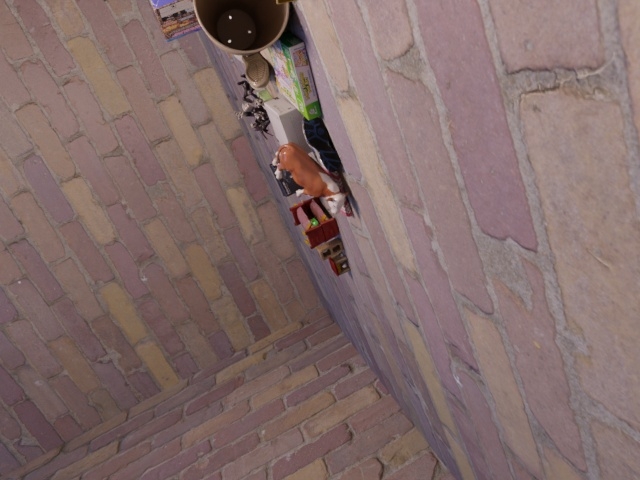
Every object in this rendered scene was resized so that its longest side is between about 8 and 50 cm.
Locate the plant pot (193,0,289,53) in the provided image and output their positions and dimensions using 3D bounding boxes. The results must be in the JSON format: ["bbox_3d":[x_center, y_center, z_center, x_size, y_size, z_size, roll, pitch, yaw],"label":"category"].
[{"bbox_3d":[-0.240,-0.661,1.369,0.256,0.257,0.274,66,172,-14],"label":"plant pot"}]

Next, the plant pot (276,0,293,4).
[{"bbox_3d":[-0.076,-0.629,1.092,0.081,0.081,0.083,130,123,-81],"label":"plant pot"}]

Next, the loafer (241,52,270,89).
[{"bbox_3d":[-0.252,-0.687,1.883,0.092,0.102,0.268,59,-171,-47],"label":"loafer"}]

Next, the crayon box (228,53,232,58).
[{"bbox_3d":[-0.437,-1.006,2.044,0.203,0.083,0.323,57,168,37],"label":"crayon box"}]

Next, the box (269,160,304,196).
[{"bbox_3d":[-0.119,-0.295,2.032,0.156,0.158,0.093,65,171,-14],"label":"box"}]

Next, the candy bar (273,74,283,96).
[{"bbox_3d":[-0.152,-0.583,1.843,0.040,0.018,0.161,47,161,61],"label":"candy bar"}]

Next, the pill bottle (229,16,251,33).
[{"bbox_3d":[-0.294,-0.834,1.596,0.121,0.121,0.221,49,163,58],"label":"pill bottle"}]

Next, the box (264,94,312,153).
[{"bbox_3d":[-0.101,-0.423,1.687,0.181,0.119,0.182,51,165,51],"label":"box"}]

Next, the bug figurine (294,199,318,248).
[{"bbox_3d":[-0.060,-0.084,2.581,0.216,0.072,0.279,43,154,49],"label":"bug figurine"}]

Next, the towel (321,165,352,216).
[{"bbox_3d":[0.061,-0.192,1.736,0.144,0.029,0.197,47,159,60],"label":"towel"}]

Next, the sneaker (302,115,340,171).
[{"bbox_3d":[-0.008,-0.326,1.561,0.211,0.080,0.081,66,169,-12],"label":"sneaker"}]

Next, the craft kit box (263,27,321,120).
[{"bbox_3d":[-0.093,-0.551,1.493,0.250,0.061,0.246,55,170,45],"label":"craft kit box"}]

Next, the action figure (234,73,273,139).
[{"bbox_3d":[-0.300,-0.576,2.022,0.164,0.141,0.275,-16,91,58],"label":"action figure"}]

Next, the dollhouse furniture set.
[{"bbox_3d":[0.000,0.000,2.215,0.201,0.152,0.374,54,167,45],"label":"dollhouse furniture set"}]

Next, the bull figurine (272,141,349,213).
[{"bbox_3d":[-0.041,-0.217,1.626,0.310,0.101,0.188,48,152,-21],"label":"bull figurine"}]

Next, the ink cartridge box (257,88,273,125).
[{"bbox_3d":[-0.220,-0.566,2.168,0.171,0.056,0.235,57,167,32],"label":"ink cartridge box"}]

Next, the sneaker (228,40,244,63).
[{"bbox_3d":[-0.345,-0.866,1.970,0.091,0.126,0.240,9,159,45],"label":"sneaker"}]

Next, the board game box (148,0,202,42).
[{"bbox_3d":[-0.596,-1.003,1.948,0.141,0.232,0.291,65,170,-3],"label":"board game box"}]
